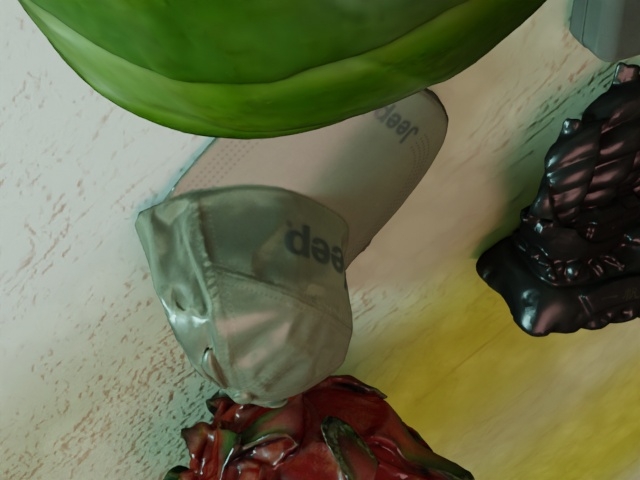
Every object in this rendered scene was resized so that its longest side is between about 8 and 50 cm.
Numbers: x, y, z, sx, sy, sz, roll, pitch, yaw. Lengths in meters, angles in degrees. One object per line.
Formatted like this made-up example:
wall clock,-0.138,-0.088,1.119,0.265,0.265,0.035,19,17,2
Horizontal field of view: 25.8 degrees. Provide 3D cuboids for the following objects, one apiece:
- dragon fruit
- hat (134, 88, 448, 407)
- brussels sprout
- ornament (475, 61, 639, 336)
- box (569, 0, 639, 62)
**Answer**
dragon fruit,0.013,0.227,1.155,0.234,0.293,0.233,15,90,-74
hat,0.000,0.000,1.029,0.245,0.149,0.214,-41,140,25
brussels sprout,-0.028,-0.209,0.616,0.315,0.371,0.276,-48,133,6
ornament,0.269,-0.060,1.171,0.251,0.106,0.260,-10,129,-28
box,0.243,-0.244,0.997,0.103,0.055,0.243,-18,137,-18
